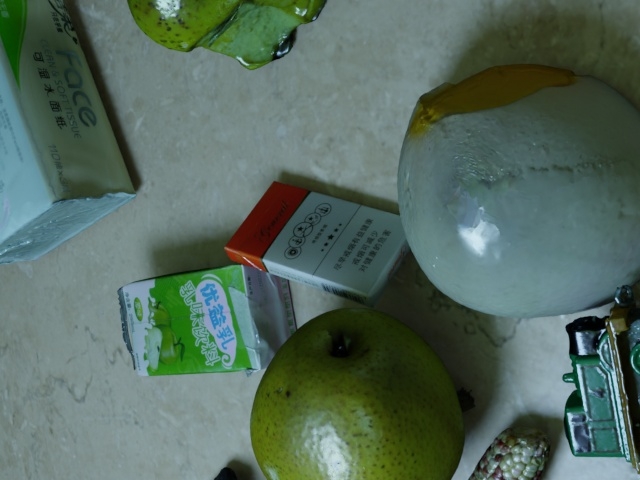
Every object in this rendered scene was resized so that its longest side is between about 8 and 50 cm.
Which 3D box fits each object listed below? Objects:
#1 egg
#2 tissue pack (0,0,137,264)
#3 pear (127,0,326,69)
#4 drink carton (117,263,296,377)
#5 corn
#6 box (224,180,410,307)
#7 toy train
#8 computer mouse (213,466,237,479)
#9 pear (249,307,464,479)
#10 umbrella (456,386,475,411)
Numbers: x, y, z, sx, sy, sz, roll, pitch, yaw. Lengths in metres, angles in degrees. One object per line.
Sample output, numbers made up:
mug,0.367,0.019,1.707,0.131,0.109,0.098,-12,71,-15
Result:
egg,0.209,-0.045,1.054,0.337,0.201,0.337,9,106,36
tissue pack,-0.524,-0.190,1.557,0.332,0.205,0.404,-26,80,35
pear,-0.124,-0.357,1.219,0.238,0.255,0.164,-46,68,26
drink carton,-0.174,0.124,1.407,0.271,0.108,0.161,-10,91,37
corn,0.214,0.339,1.171,0.086,0.086,0.253,33,113,28
box,0.000,0.000,1.257,0.245,0.139,0.035,15,148,32
toy train,0.336,0.164,1.037,0.136,0.091,0.227,-11,99,26
computer mouse,-0.186,0.499,1.449,0.087,0.168,0.295,29,111,-13
pear,0.045,0.222,1.161,0.294,0.294,0.294,6,100,35
umbrella,0.178,0.222,1.223,0.031,0.020,0.083,33,121,-9
